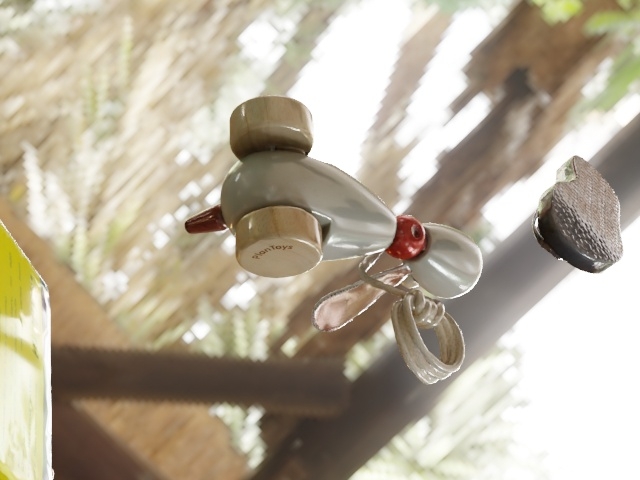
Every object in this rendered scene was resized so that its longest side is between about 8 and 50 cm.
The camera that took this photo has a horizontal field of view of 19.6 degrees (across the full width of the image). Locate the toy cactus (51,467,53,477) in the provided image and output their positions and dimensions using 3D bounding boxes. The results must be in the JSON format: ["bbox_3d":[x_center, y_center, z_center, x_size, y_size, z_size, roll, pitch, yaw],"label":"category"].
[{"bbox_3d":[-0.343,0.270,1.944,0.112,0.180,0.219,-6,141,46],"label":"toy cactus"}]

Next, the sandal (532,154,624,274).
[{"bbox_3d":[0.247,-0.015,1.792,0.097,0.054,0.254,49,-161,0],"label":"sandal"}]

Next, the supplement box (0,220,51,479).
[{"bbox_3d":[-0.321,0.052,1.219,0.356,0.195,0.194,70,-166,-61],"label":"supplement box"}]

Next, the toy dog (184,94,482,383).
[{"bbox_3d":[0.000,0.000,1.832,0.333,0.161,0.220,44,-136,-28],"label":"toy dog"}]
